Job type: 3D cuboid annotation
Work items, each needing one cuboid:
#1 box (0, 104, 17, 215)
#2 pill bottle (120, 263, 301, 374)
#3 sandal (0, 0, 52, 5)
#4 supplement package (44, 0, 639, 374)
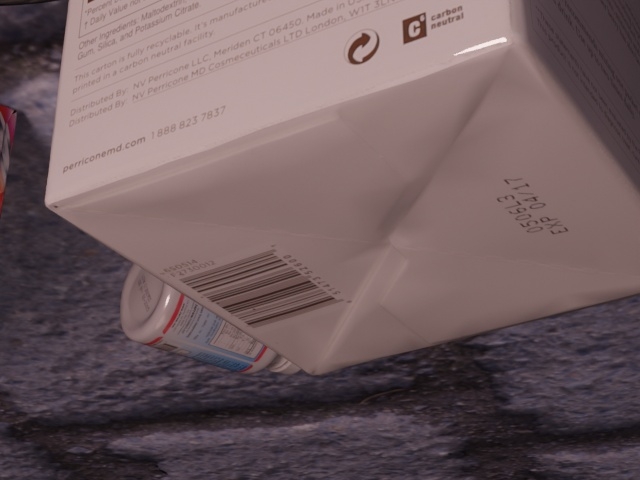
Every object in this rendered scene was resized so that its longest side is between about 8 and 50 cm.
[{"bbox_3d":[-0.332,-0.009,0.890,0.128,0.123,0.257,19,146,-31],"label":"box"},{"bbox_3d":[-0.083,0.064,1.057,0.160,0.087,0.087,22,145,-34],"label":"pill bottle"},{"bbox_3d":[-0.275,-0.224,0.503,0.445,0.168,0.107,17,180,-28],"label":"sandal"},{"bbox_3d":[0.023,-0.124,0.502,0.175,0.293,0.177,-17,147,27],"label":"supplement package"}]
